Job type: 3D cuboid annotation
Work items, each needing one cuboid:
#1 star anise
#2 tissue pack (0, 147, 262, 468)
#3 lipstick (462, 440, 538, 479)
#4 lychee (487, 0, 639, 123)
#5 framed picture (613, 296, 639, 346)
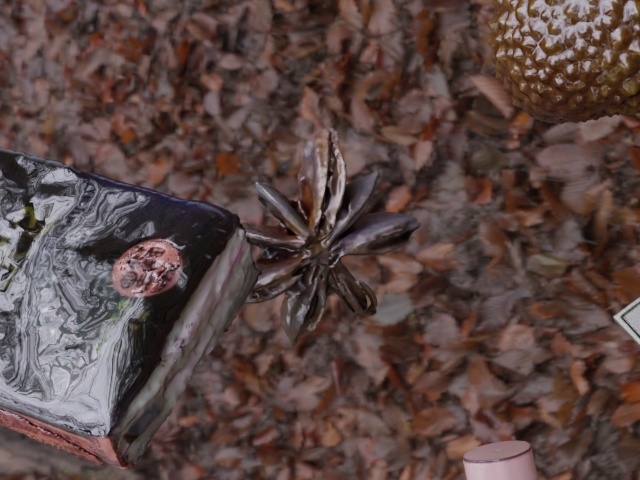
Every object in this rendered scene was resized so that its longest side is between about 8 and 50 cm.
[{"bbox_3d":[0.000,0.000,1.041,0.093,0.229,0.236,-145,52,-69],"label":"star anise"},{"bbox_3d":[-0.250,0.050,0.878,0.333,0.123,0.245,14,56,25],"label":"tissue pack"},{"bbox_3d":[0.249,0.416,1.199,0.087,0.087,0.326,-11,91,40],"label":"lipstick"},{"bbox_3d":[0.314,-0.262,1.113,0.268,0.268,0.267,0,90,40],"label":"lychee"},{"bbox_3d":[0.672,0.170,1.703,0.192,0.018,0.265,-37,53,2],"label":"framed picture"}]
